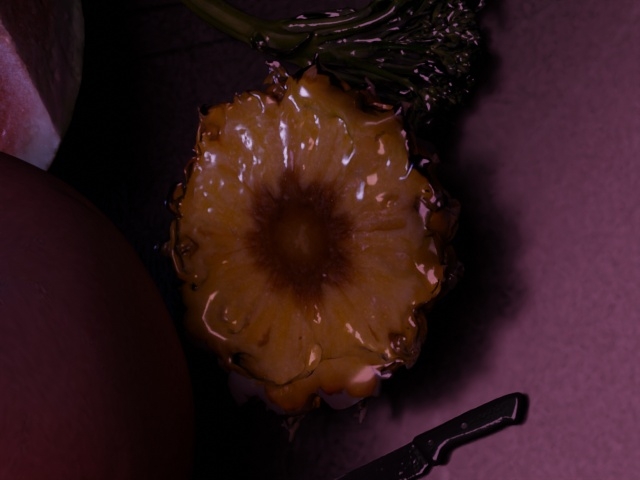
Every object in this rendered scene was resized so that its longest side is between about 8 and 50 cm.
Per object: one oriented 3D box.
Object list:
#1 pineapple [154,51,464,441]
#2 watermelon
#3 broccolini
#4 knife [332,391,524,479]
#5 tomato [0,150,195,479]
[{"bbox_3d":[0.000,0.000,0.963,0.224,0.076,0.225,0,90,36],"label":"pineapple"},{"bbox_3d":[-0.294,-0.110,1.053,0.305,0.180,0.224,-12,65,23],"label":"watermelon"},{"bbox_3d":[-0.009,-0.168,1.016,0.271,0.062,0.123,30,86,26],"label":"broccolini"},{"bbox_3d":[0.046,0.131,0.970,0.170,0.010,0.023,-28,67,19],"label":"knife"},{"bbox_3d":[-0.216,0.097,0.903,0.321,0.321,0.322,-3,81,22],"label":"tomato"}]
